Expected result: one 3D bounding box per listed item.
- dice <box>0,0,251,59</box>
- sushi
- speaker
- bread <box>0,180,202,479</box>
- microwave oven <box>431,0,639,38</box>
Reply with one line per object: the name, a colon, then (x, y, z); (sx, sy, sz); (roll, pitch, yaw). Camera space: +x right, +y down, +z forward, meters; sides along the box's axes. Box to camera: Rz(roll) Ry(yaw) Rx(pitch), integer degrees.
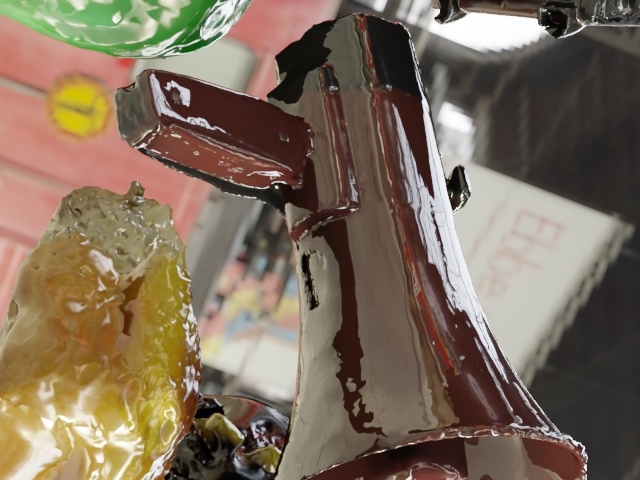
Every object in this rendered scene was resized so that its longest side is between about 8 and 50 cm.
dice: (-0.139, -0.329, 1.359); (0.300, 0.287, 0.297); (111, -1, -46)
sushi: (-0.083, 0.181, 1.336); (0.172, 0.153, 0.150); (98, 14, -58)
speaker: (-0.005, 0.020, 1.162); (0.198, 0.259, 0.330); (124, -45, -54)
bread: (-0.125, 0.097, 0.973); (0.380, 0.109, 0.185); (115, -7, -56)
microwave oven: (0.190, -0.261, 1.266); (0.188, 0.178, 0.247); (18, -71, 54)
